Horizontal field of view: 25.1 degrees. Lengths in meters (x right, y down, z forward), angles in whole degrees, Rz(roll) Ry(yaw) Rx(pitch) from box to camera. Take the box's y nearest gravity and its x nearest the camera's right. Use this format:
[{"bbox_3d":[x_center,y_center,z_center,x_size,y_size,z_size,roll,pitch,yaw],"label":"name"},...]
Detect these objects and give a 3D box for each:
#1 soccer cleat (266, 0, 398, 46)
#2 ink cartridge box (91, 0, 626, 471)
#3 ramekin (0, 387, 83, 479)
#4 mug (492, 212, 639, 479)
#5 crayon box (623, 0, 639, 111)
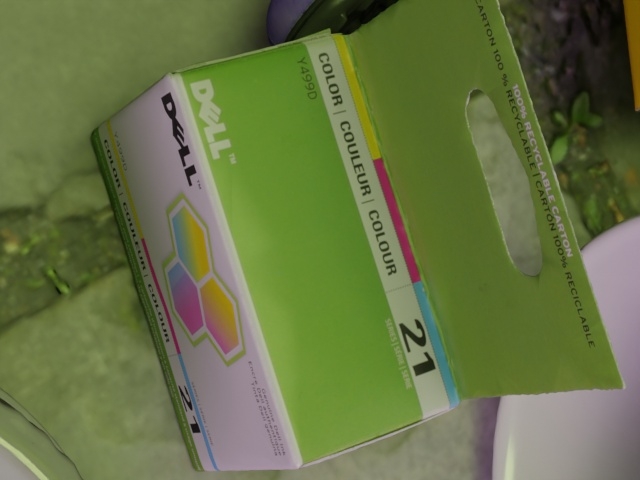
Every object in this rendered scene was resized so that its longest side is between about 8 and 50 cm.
[{"bbox_3d":[0.051,-0.219,0.797,0.116,0.108,0.318,38,67,2],"label":"soccer cleat"},{"bbox_3d":[0.000,0.000,0.645,0.097,0.255,0.189,-17,89,-25],"label":"ink cartridge box"},{"bbox_3d":[-0.202,0.170,0.599,0.273,0.127,0.273,4,81,-24],"label":"ramekin"},{"bbox_3d":[0.290,0.173,0.769,0.328,0.276,0.374,4,110,-31],"label":"mug"},{"bbox_3d":[0.311,-0.222,0.853,0.363,0.106,0.313,2,82,-42],"label":"crayon box"}]
